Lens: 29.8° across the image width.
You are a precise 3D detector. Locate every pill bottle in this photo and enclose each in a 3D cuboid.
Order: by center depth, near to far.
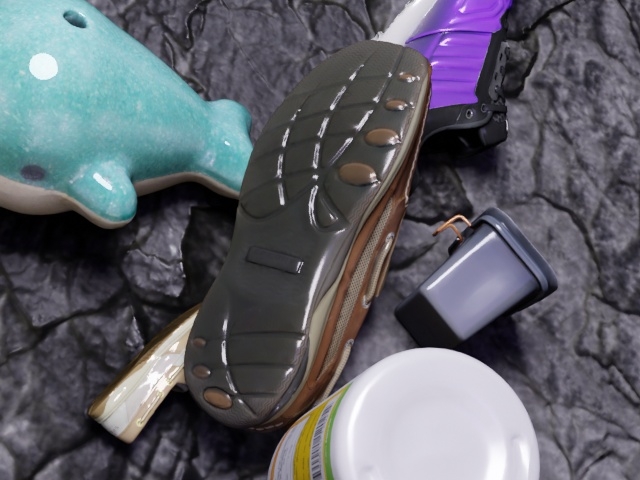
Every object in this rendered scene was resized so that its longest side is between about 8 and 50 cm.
[{"bbox_3d":[0.040,0.169,0.842,0.136,0.245,0.136,6,69,-16],"label":"pill bottle"}]

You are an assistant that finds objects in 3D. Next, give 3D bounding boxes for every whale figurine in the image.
[{"bbox_3d":[-0.161,-0.108,0.931,0.272,0.141,0.216,10,44,-25],"label":"whale figurine"}]

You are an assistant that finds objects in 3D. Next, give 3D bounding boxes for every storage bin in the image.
[{"bbox_3d":[0.115,0.038,0.984,0.091,0.135,0.098,-37,85,-16],"label":"storage bin"}]

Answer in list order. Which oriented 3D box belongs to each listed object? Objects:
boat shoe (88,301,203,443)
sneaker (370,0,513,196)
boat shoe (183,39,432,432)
[{"bbox_3d":[-0.119,0.100,0.931,0.045,0.050,0.135,49,65,-10],"label":"boat shoe"},{"bbox_3d":[0.120,-0.150,1.072,0.146,0.102,0.293,42,71,1],"label":"sneaker"},{"bbox_3d":[0.000,0.000,0.949,0.123,0.120,0.324,20,79,30],"label":"boat shoe"}]
